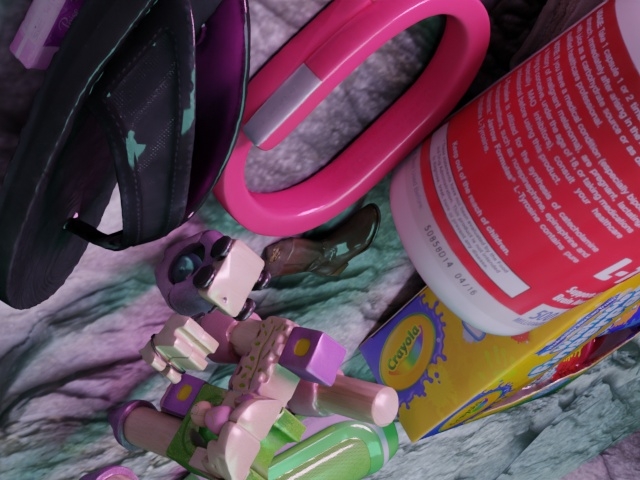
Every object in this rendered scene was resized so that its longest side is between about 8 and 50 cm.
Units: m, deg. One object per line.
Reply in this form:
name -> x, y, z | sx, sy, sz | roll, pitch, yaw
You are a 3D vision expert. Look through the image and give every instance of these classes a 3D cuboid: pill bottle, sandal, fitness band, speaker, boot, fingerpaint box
pill bottle -> 0.277, -0.092, 0.899 | 0.229, 0.229, 0.407 | -2, 154, -48
sandal -> -0.094, -0.103, 0.629 | 0.446, 0.107, 0.167 | -56, 178, 26
fitness band -> 0.026, -0.118, 0.876 | 0.291, 0.054, 0.209 | -42, 154, 7
speaker -> -0.041, 0.310, 1.328 | 0.296, 0.131, 0.131 | -24, 148, -26
boot -> 0.000, 0.000, 1.030 | 0.114, 0.037, 0.106 | 5, 127, -47
fingerpaint box -> 0.331, 0.066, 1.300 | 0.371, 0.163, 0.445 | -5, 147, -46

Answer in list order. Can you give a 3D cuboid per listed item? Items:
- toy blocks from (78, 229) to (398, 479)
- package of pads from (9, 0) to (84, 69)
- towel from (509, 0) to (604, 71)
toy blocks -> -0.137, 0.176, 0.970 | 0.309, 0.260, 0.289 | 46, 64, -38
package of pads -> -0.159, -0.146, 0.630 | 0.050, 0.032, 0.083 | -4, 137, -53
towel -> 0.302, -0.206, 1.016 | 0.187, 0.049, 0.282 | -6, 146, -23
